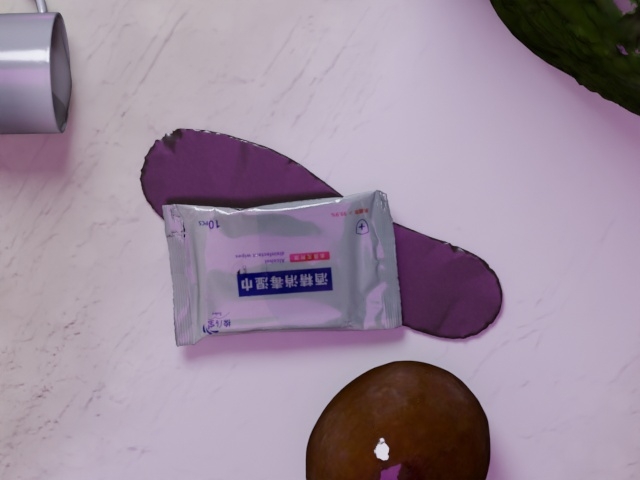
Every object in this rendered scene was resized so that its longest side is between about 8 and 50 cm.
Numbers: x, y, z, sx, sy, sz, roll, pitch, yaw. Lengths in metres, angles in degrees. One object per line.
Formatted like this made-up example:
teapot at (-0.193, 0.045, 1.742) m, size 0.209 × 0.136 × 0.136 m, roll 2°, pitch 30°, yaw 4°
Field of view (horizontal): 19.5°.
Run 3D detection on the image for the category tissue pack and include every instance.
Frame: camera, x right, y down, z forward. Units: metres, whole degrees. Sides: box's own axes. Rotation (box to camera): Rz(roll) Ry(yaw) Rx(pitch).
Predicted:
tissue pack at (-0.031, 0.022, 1.559) m, size 0.193 × 0.026 × 0.122 m, roll -4°, pitch 103°, yaw 3°

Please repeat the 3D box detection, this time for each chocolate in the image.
chocolate at (0.066, 0.185, 1.531) m, size 0.177 × 0.177 × 0.177 m, roll 0°, pitch 101°, yaw 1°

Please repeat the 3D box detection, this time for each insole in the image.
insole at (0.000, 0.000, 1.572) m, size 0.328 × 0.007 × 0.111 m, roll 23°, pitch 103°, yaw -3°

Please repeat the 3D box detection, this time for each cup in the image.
cup at (-0.271, -0.147, 1.513) m, size 0.133 × 0.136 × 0.099 m, roll -2°, pitch 135°, yaw 2°

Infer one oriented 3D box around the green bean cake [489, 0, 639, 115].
green bean cake at (0.200, -0.234, 1.355) m, size 0.218 × 0.335 × 0.319 m, roll -41°, pitch 94°, yaw 7°
